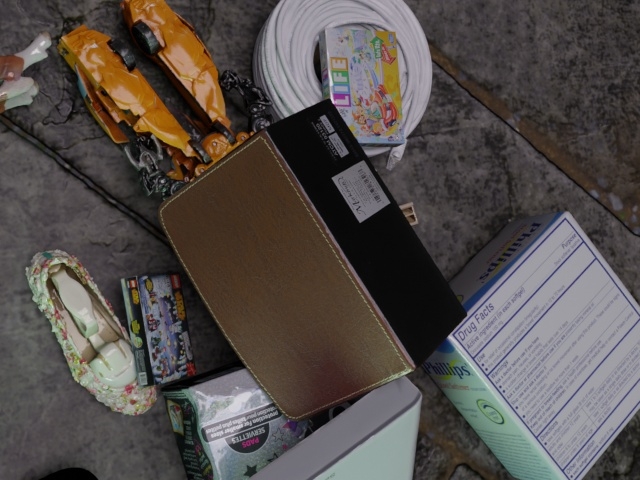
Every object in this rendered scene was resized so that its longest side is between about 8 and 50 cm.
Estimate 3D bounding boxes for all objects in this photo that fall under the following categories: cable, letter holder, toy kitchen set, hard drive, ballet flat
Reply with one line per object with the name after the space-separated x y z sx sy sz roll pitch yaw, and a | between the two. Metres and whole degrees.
0.034 -0.238 1.398 0.257 0.089 0.257 36 72 -14 | cable
-0.016 0.029 1.167 0.302 0.214 0.152 57 36 -2 | letter holder
0.107 -0.048 1.406 0.075 0.083 0.068 -18 91 -23 | toy kitchen set
0.015 0.324 1.208 0.233 0.353 0.047 -32 57 -22 | hard drive
-0.280 0.117 1.236 0.091 0.077 0.241 -38 99 -22 | ballet flat

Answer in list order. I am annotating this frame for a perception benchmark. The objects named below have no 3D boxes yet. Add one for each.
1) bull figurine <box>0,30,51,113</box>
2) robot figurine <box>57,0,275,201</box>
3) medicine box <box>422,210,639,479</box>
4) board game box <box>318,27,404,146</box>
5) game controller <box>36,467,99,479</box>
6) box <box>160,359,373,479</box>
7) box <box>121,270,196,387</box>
-0.433 -0.289 1.188 0.188 0.101 0.310 -12 93 -41 | bull figurine
-0.189 -0.175 1.302 0.211 0.085 0.291 -40 98 -21 | robot figurine
0.311 0.153 1.430 0.263 0.149 0.289 -43 100 -20 | medicine box
0.055 -0.201 1.336 0.103 0.026 0.154 -2 84 -22 | board game box
-0.282 0.417 1.123 0.166 0.067 0.319 -30 62 6 | game controller
-0.050 0.212 1.270 0.247 0.163 0.142 -18 89 -23 | box
-0.202 0.110 1.266 0.094 0.027 0.137 -6 85 -65 | box
